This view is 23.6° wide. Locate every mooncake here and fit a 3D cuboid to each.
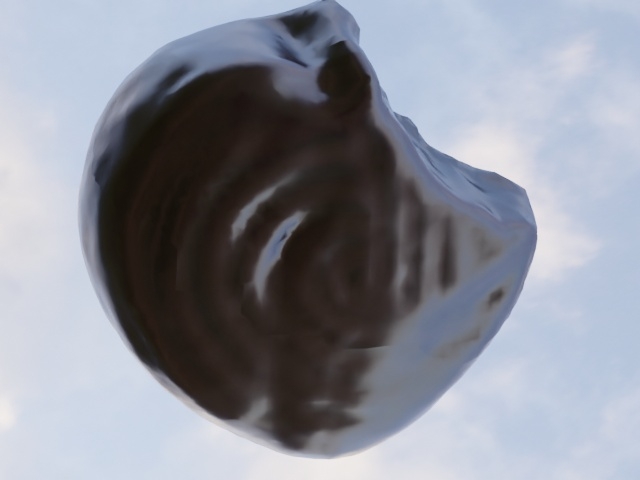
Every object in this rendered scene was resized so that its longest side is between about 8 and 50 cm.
[{"bbox_3d":[0.000,0.000,1.105,0.333,0.174,0.326,-15,-62,-11],"label":"mooncake"}]
